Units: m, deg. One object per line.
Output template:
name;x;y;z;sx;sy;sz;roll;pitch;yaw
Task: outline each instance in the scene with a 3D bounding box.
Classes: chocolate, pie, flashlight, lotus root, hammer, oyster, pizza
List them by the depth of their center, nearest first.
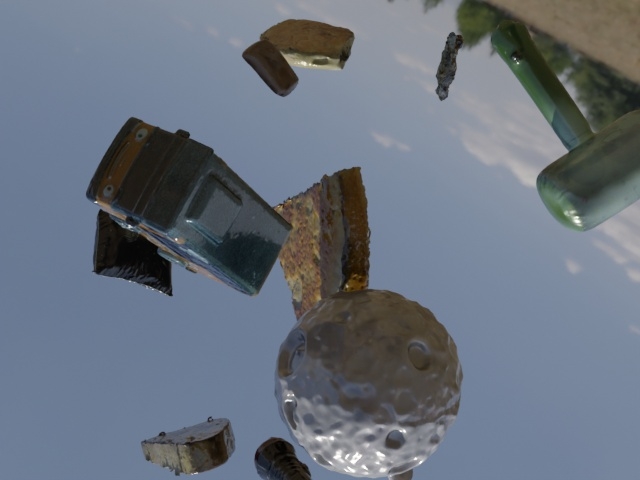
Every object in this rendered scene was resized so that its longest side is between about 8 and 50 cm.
hammer;0.365;-0.191;1.476;0.335;0.206;0.119;56;-178;4
chocolate;-0.075;-0.281;1.600;0.101;0.031;0.064;51;-129;-5
oyster;0.227;-0.309;1.760;0.029;0.086;0.132;10;159;-3
flashlight;-0.045;0.464;1.893;0.093;0.093;0.232;17;-171;-34
pie;-0.027;-0.382;1.912;0.185;0.052;0.218;15;-150;7
pizza;0.000;0.000;2.055;0.130;0.440;0.406;-6;-152;-23
lotus root;-0.266;0.431;2.101;0.170;0.074;0.260;-20;-176;-26

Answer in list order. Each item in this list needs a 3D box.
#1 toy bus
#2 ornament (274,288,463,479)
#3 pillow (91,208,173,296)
toy bus;-0.198;-0.045;1.572;0.194;0.162;0.323;23;169;30
ornament;0.075;0.246;1.740;0.337;0.337;0.337;25;-165;-7
pillow;-0.366;0.025;1.952;0.208;0.055;0.141;26;-127;-51
